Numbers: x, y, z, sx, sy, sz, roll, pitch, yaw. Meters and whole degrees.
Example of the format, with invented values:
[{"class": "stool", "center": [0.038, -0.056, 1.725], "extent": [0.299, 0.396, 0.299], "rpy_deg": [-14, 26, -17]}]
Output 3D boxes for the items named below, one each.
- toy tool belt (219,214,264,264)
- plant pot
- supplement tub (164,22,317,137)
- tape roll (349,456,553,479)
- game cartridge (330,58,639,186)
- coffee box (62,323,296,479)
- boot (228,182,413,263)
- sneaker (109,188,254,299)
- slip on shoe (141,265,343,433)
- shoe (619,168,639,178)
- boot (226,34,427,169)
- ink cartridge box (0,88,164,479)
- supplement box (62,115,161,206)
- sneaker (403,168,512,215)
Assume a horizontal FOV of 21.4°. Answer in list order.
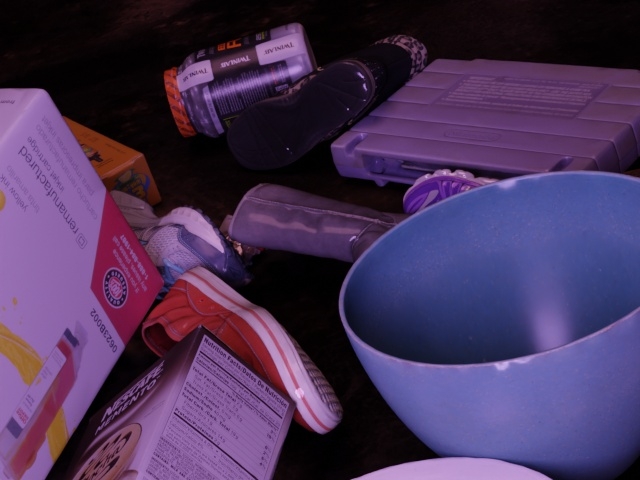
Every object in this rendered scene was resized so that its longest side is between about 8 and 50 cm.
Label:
[{"class": "toy tool belt", "center": [-0.090, 0.008, 1.897], "extent": [0.051, 0.052, 0.083], "rpy_deg": [-55, 36, -7]}, {"class": "plant pot", "center": [0.181, 0.098, 1.403], "extent": [0.290, 0.195, 0.290], "rpy_deg": [-15, 27, 8]}, {"class": "supplement tub", "center": [-0.099, -0.203, 2.196], "extent": [0.190, 0.117, 0.117], "rpy_deg": [-16, 28, 5]}, {"class": "tape roll", "center": [0.076, 0.284, 1.240], "extent": [0.286, 0.100, 0.286], "rpy_deg": [-15, 28, 8]}, {"class": "game cartridge", "center": [0.214, -0.128, 1.939], "extent": [0.355, 0.068, 0.230], "rpy_deg": [10, 36, 43]}, {"class": "coffee box", "center": [-0.141, 0.227, 1.384], "extent": [0.168, 0.119, 0.297], "rpy_deg": [-42, 16, 29]}, {"class": "boot", "center": [-0.001, 0.002, 1.769], "extent": [0.208, 0.076, 0.189], "rpy_deg": [17, 26, 18]}, {"class": "sneaker", "center": [-0.183, 0.033, 1.870], "extent": [0.122, 0.110, 0.283], "rpy_deg": [-48, 32, -22]}, {"class": "slip on shoe", "center": [-0.078, 0.118, 1.627], "extent": [0.101, 0.123, 0.331], "rpy_deg": [-43, 30, -11]}, {"class": "shoe", "center": [0.294, -0.029, 1.725], "extent": [0.219, 0.058, 0.076], "rpy_deg": [-18, 8, -7]}, {"class": "boot", "center": [0.012, -0.171, 2.099], "extent": [0.236, 0.085, 0.178], "rpy_deg": [-27, 3, 38]}, {"class": "ink cartridge box", "center": [-0.344, 0.085, 1.595], "extent": [0.160, 0.279, 0.385], "rpy_deg": [2, 46, 32]}, {"class": "supplement box", "center": [-0.297, -0.090, 2.158], "extent": [0.078, 0.080, 0.233], "rpy_deg": [-32, 29, -22]}, {"class": "sneaker", "center": [0.159, -0.031, 1.790], "extent": [0.170, 0.068, 0.071], "rpy_deg": [2, 40, 32]}]
